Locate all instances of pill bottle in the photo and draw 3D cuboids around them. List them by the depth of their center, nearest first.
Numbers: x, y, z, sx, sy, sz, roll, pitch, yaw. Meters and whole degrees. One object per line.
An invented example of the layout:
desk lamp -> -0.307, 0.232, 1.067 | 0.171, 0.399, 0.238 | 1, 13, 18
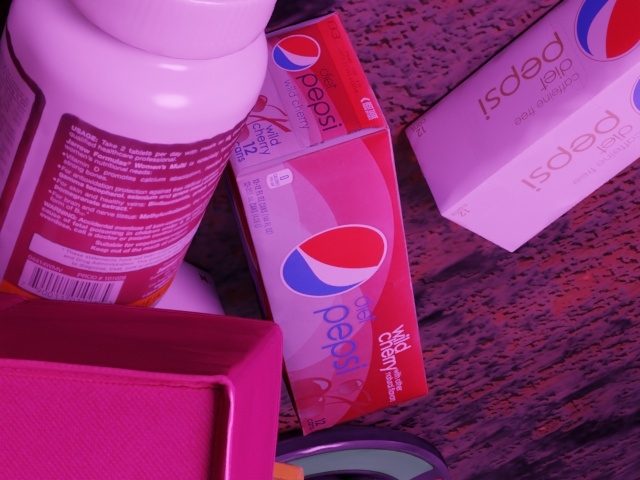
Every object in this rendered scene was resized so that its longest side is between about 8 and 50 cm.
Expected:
pill bottle -> -0.096, -0.066, 0.847 | 0.121, 0.121, 0.221 | 1, 140, -27

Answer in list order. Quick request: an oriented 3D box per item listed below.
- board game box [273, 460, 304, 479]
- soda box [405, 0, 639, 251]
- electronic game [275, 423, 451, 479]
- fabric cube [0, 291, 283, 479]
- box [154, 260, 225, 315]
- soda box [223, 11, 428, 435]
board game box -> -0.195, 0.176, 1.056 | 0.242, 0.064, 0.316 | 16, 152, -29
soda box -> 0.155, -0.088, 0.987 | 0.216, 0.069, 0.074 | -39, 141, 24
electronic game -> -0.014, 0.206, 1.314 | 0.229, 0.048, 0.229 | -13, 144, -10
fabric cube -> -0.157, 0.153, 0.735 | 0.259, 0.254, 0.258 | 6, -177, 2
box -> -0.109, 0.065, 1.032 | 0.087, 0.101, 0.102 | -35, 143, 20
soda box -> 0.000, 0.000, 1.007 | 0.083, 0.092, 0.263 | -19, 145, -4
